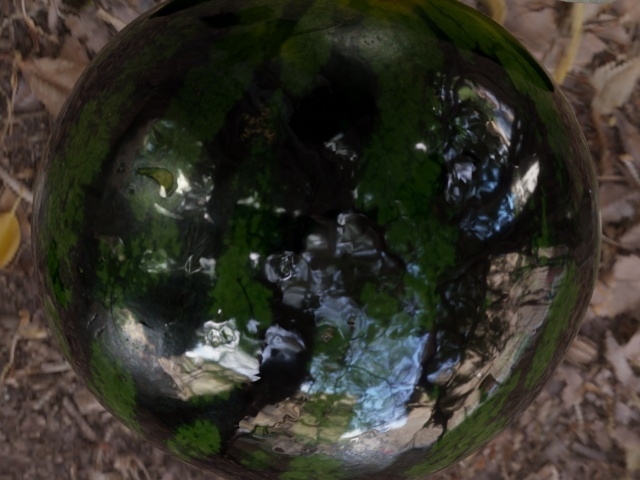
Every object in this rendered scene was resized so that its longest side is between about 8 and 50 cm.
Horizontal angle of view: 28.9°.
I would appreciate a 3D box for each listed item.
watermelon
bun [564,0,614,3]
[{"bbox_3d":[0.003,-0.005,0.589,0.269,0.269,0.269,-4,107,-14],"label":"watermelon"},{"bbox_3d":[0.202,-0.300,0.693,0.365,0.219,0.365,-20,126,-30],"label":"bun"}]
